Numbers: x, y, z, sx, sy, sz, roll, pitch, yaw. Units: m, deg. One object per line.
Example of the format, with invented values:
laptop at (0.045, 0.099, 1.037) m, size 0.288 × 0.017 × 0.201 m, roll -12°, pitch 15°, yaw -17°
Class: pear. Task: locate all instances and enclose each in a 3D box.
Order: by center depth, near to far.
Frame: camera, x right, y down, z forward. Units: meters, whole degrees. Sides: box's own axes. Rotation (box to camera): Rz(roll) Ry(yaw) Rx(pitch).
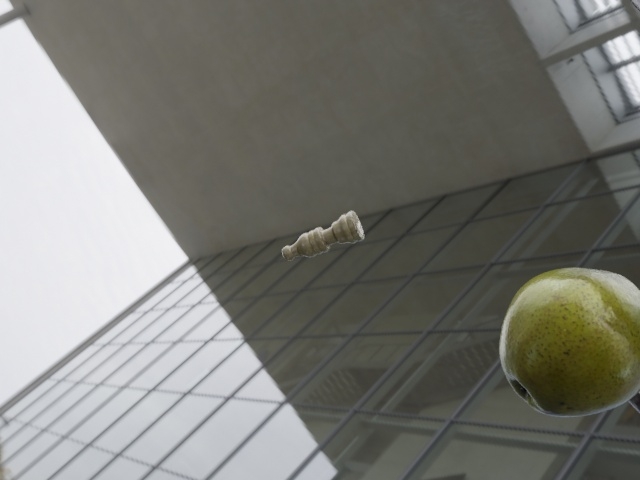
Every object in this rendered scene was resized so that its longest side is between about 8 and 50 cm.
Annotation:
pear at (0.463, 0.189, 1.396) m, size 0.294 × 0.294 × 0.294 m, roll 33°, pitch -35°, yaw 26°

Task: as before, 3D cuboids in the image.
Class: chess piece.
chess piece at (0.000, 0.000, 0.842) m, size 0.092 × 0.035 × 0.035 m, roll -22°, pitch -69°, yaw 15°

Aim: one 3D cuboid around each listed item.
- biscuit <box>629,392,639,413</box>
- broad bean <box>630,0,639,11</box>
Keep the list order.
biscuit at (0.844, 0.244, 1.664) m, size 0.407 × 0.407 × 0.091 m, roll -6°, pitch -57°, yaw 54°
broad bean at (0.401, -0.355, 0.976) m, size 0.292 × 0.049 × 0.144 m, roll 54°, pitch 12°, yaw 18°
